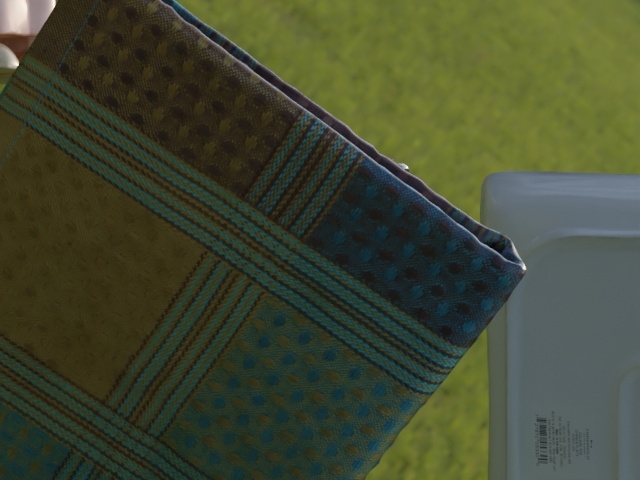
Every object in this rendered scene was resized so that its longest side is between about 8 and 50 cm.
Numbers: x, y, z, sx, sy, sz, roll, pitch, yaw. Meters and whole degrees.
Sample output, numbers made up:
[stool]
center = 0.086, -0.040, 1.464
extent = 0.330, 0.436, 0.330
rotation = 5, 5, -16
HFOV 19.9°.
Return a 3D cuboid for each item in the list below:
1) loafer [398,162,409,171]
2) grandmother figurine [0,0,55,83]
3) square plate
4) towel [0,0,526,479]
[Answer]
[loafer]
center = 0.000, 0.000, 0.991
extent = 0.045, 0.125, 0.039
rotation = 4, 61, -67
[grandmother figurine]
center = -0.230, -0.284, 1.242
extent = 0.104, 0.342, 0.208
rotation = 0, -1, 16
[square plate]
center = 0.243, 0.130, 1.165
extent = 0.344, 0.347, 0.049
rotation = 2, 4, 35
[towel]
center = -0.099, 0.064, 0.959
extent = 0.271, 0.370, 0.040
rotation = 36, 29, 0
